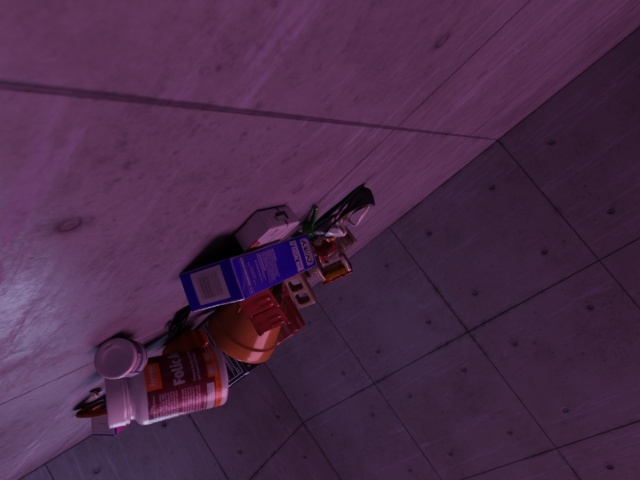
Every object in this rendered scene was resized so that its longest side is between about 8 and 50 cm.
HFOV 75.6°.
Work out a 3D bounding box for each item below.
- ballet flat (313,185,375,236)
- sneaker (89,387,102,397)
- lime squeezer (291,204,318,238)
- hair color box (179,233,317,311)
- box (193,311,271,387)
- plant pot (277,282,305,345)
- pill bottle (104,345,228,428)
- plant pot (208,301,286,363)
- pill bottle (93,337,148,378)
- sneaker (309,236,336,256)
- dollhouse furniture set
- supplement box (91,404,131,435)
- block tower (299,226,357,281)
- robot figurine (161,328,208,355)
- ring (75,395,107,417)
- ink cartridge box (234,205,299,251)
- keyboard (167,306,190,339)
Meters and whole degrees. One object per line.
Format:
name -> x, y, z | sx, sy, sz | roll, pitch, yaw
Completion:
ballet flat -> 0.077, -0.074, 1.449 | 0.280, 0.096, 0.095 | -40, 170, 26
sneaker -> -0.857, 0.580, 1.581 | 0.037, 0.032, 0.083 | -46, -178, -30
lime squeezer -> -0.071, -0.025, 1.351 | 0.109, 0.059, 0.310 | 14, 139, -37
hair color box -> -0.177, 0.078, 1.105 | 0.185, 0.110, 0.339 | -17, -177, 32
box -> -0.426, 0.490, 1.832 | 0.294, 0.296, 0.182 | -41, 169, 29
plant pot -> -0.229, 0.389, 2.147 | 0.272, 0.265, 0.272 | -35, 171, -6
pill bottle -> -0.550, 0.522, 1.482 | 0.392, 0.224, 0.224 | -5, 156, -29
plant pot -> -0.273, 0.309, 1.649 | 0.204, 0.291, 0.291 | -58, 164, 18
pill bottle -> -0.558, 0.337, 1.177 | 0.108, 0.108, 0.180 | -33, 171, -16
sneaker -> 0.000, 0.000, 1.671 | 0.185, 0.069, 0.084 | -36, 164, -41
dollhouse furniture set -> -0.070, 0.138, 1.360 | 0.374, 0.152, 0.201 | -24, -157, 8
supplement box -> -0.926, 0.784, 1.888 | 0.111, 0.114, 0.220 | -2, -179, 6
block tower -> 0.016, 0.073, 1.991 | 0.335, 0.091, 0.097 | -40, 171, 21
robot figurine -> -0.557, 0.446, 1.678 | 0.219, 0.128, 0.158 | -40, -158, 20
ring -> -0.852, 0.683, 1.760 | 0.336, 0.032, 0.336 | -10, 173, -1
ink cartridge box -> -0.131, -0.031, 1.027 | 0.099, 0.056, 0.135 | -39, 170, 29
keyboard -> -0.483, 0.271, 1.397 | 0.100, 0.038, 0.192 | -58, -175, -37
